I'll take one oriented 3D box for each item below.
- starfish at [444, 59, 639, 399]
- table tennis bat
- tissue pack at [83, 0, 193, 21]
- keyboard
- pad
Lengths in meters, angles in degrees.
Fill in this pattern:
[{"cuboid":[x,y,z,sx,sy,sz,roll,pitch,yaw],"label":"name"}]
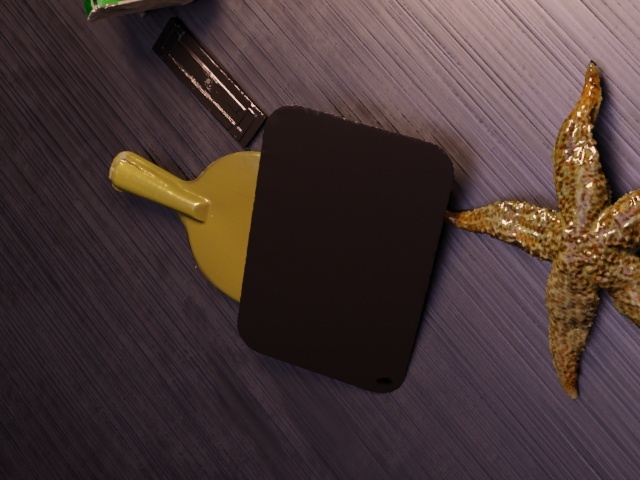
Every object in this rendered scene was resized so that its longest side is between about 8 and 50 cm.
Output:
[{"cuboid":[0.321,0.008,1.041,0.358,0.078,0.347,46,117,13],"label":"starfish"},{"cuboid":[-0.142,-0.036,1.314,0.369,0.054,0.224,23,113,19],"label":"table tennis bat"},{"cuboid":[-0.262,-0.407,1.246,0.156,0.148,0.209,-175,71,-71],"label":"tissue pack"},{"cuboid":[-0.155,-0.219,1.296,0.204,0.013,0.061,47,120,12],"label":"keyboard"},{"cuboid":[-0.001,0.000,1.225,0.315,0.063,0.375,18,119,11],"label":"pad"}]
